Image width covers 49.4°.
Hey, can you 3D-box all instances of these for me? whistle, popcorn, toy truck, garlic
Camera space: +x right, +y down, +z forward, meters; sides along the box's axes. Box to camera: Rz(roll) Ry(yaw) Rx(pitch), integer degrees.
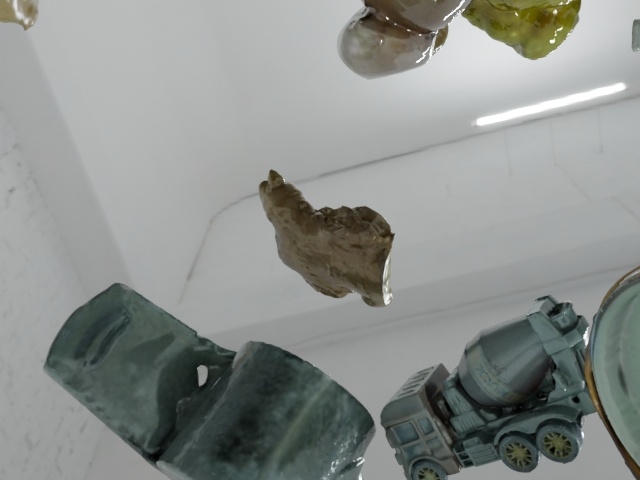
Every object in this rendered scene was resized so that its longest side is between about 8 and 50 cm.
[{"bbox_3d":[-0.118,0.205,0.801,0.404,0.188,0.168,24,-119,23],"label":"whistle"},{"bbox_3d":[0.304,-0.455,0.975,0.293,0.292,0.334,9,-105,53],"label":"popcorn"},{"bbox_3d":[0.179,0.163,0.738,0.256,0.140,0.108,-31,180,36],"label":"toy truck"},{"bbox_3d":[0.108,-0.303,0.739,0.132,0.279,0.325,16,-172,2],"label":"garlic"}]

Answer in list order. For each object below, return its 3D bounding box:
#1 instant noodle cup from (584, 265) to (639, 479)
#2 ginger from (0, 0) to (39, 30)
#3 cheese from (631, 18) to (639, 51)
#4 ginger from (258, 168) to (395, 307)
[{"bbox_3d":[0.282,0.073,0.419,0.172,0.216,0.216,-17,-157,-26],"label":"instant noodle cup"},{"bbox_3d":[-0.285,-0.243,0.434,0.138,0.267,0.152,-41,-159,-29],"label":"ginger"},{"bbox_3d":[0.470,-0.280,0.961,0.050,0.127,0.255,8,-161,39],"label":"cheese"},{"bbox_3d":[0.000,0.005,0.854,0.213,0.137,0.074,24,-150,26],"label":"ginger"}]
